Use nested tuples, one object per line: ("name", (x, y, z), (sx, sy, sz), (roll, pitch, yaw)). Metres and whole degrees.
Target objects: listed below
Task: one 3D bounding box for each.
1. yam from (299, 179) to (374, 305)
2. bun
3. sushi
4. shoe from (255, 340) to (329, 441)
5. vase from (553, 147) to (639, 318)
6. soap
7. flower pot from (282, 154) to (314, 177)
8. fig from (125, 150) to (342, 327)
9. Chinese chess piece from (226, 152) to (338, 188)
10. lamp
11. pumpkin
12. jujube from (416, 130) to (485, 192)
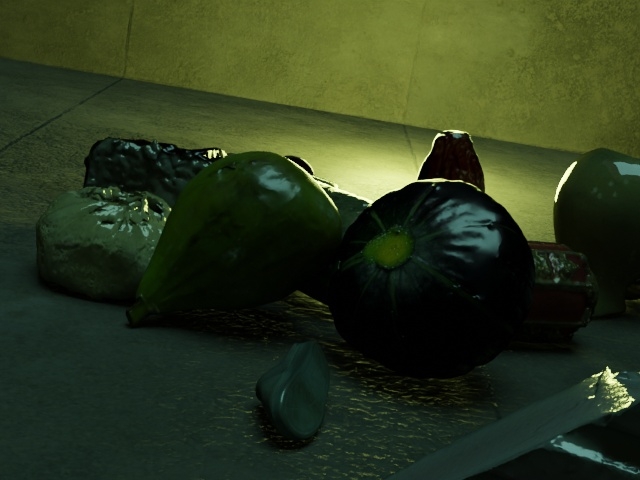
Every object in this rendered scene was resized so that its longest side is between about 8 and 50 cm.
("yam", (0.000, 0.000, 1.718), (0.300, 0.195, 0.195), (23, 21, 40))
("bun", (-0.320, -0.009, 1.627), (0.259, 0.152, 0.259), (7, 18, -2))
("sushi", (-0.268, -0.102, 1.902), (0.343, 0.196, 0.182), (12, 23, 10))
("shoe", (-0.041, 0.190, 1.275), (0.078, 0.079, 0.195), (-22, 15, 21))
("vase", (0.563, 0.008, 1.937), (0.329, 0.302, 0.241), (20, 7, -36))
("soap", (0.158, 0.208, 0.956), (0.302, 0.257, 0.159), (14, 18, 18))
("flower pot", (-0.068, -0.136, 2.333), (0.111, 0.111, 0.089), (10, 0, 1))
("fig", (-0.133, -0.010, 1.495), (0.314, 0.233, 0.233), (-12, 24, -29))
("Chinese chess piece", (-0.087, -0.099, 2.067), (0.251, 0.097, 0.251), (17, 0, 0))
("lamp", (0.312, 0.080, 1.672), (0.274, 0.177, 0.177), (6, 16, -19))
("pumpkin", (0.175, 0.066, 1.475), (0.296, 0.295, 0.296), (9, 16, -3))
("jujube", (0.277, -0.123, 2.219), (0.168, 0.236, 0.168), (1, 19, 0))
